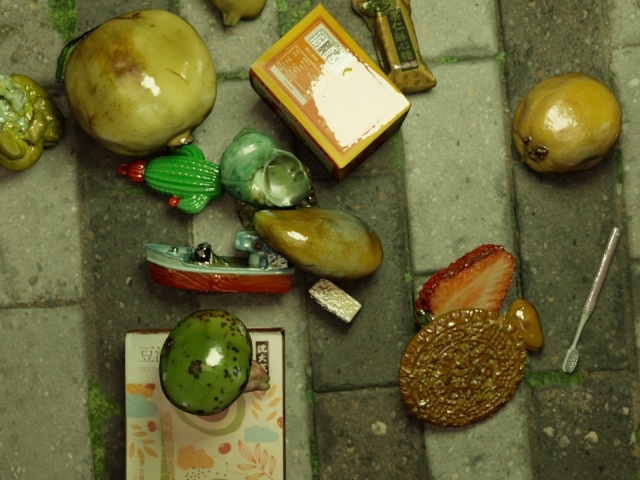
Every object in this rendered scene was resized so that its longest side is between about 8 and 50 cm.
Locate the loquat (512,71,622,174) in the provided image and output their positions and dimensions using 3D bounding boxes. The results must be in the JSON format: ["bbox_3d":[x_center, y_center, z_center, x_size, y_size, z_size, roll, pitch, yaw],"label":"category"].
[{"bbox_3d":[0.539,-0.253,1.596,0.238,0.193,0.238,1,79,-4],"label":"loquat"}]

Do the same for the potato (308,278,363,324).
[{"bbox_3d":[0.036,0.136,1.641,0.122,0.086,0.061,37,91,8],"label":"potato"}]

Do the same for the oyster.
[{"bbox_3d":[-0.112,-0.127,1.651,0.198,0.092,0.260,-14,91,4],"label":"oyster"}]

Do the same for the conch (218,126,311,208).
[{"bbox_3d":[-0.127,-0.151,1.547,0.175,0.122,0.188,-22,103,-3],"label":"conch"}]

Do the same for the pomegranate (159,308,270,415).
[{"bbox_3d":[-0.201,0.254,1.477,0.247,0.214,0.214,23,88,-31],"label":"pomegranate"}]

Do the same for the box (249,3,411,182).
[{"bbox_3d":[0.019,-0.300,1.569,0.214,0.259,0.283,-41,88,-2],"label":"box"}]

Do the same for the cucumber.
[{"bbox_3d":[-0.534,-0.452,1.679,0.220,0.070,0.046,-32,58,-2],"label":"cucumber"}]

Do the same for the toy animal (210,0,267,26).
[{"bbox_3d":[-0.174,-0.620,1.638,0.169,0.195,0.281,25,83,-38],"label":"toy animal"}]

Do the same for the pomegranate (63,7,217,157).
[{"bbox_3d":[-0.378,-0.332,1.566,0.332,0.332,0.333,0,88,1],"label":"pomegranate"}]

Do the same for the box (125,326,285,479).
[{"bbox_3d":[-0.250,0.390,1.615,0.344,0.122,0.385,0,88,1],"label":"box"}]

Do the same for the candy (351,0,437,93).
[{"bbox_3d":[0.164,-0.462,1.655,0.143,0.101,0.271,-13,82,-6],"label":"candy"}]

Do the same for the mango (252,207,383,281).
[{"bbox_3d":[0.000,0.000,1.561,0.316,0.193,0.146,18,109,-35],"label":"mango"}]

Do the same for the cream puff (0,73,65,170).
[{"bbox_3d":[-0.669,-0.265,1.628,0.194,0.195,0.221,-20,76,0],"label":"cream puff"}]

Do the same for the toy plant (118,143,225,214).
[{"bbox_3d":[-0.327,-0.156,1.656,0.240,0.088,0.155,32,73,16],"label":"toy plant"}]

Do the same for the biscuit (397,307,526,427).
[{"bbox_3d":[0.315,0.286,1.594,0.305,0.038,0.305,-5,112,-12],"label":"biscuit"}]

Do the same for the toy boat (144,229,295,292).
[{"bbox_3d":[-0.222,0.038,1.612,0.331,0.145,0.133,2,98,-4],"label":"toy boat"}]

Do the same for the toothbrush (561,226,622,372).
[{"bbox_3d":[0.623,0.136,1.661,0.024,0.029,0.354,21,88,-12],"label":"toothbrush"}]

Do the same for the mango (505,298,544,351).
[{"bbox_3d":[0.465,0.195,1.644,0.077,0.063,0.127,-22,89,-8],"label":"mango"}]

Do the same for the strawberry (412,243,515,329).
[{"bbox_3d":[0.309,0.125,1.620,0.188,0.106,0.286,40,92,-22],"label":"strawberry"}]
